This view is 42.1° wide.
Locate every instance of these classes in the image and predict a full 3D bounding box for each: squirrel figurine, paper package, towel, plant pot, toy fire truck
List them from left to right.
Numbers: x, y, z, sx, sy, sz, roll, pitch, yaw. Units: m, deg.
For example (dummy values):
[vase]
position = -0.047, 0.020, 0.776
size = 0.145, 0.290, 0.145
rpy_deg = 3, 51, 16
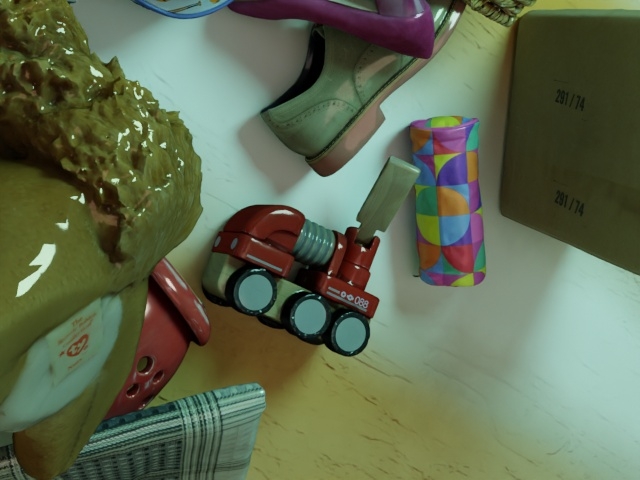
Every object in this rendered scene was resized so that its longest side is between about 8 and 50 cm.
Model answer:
[squirrel figurine]
position = -0.321, -0.040, 0.712
size = 0.370, 0.281, 0.397
rpy_deg = 33, 88, 17
[plant pot]
position = -0.232, 0.097, 0.944
size = 0.174, 0.191, 0.191
rpy_deg = -38, 114, -17
[towel]
position = -0.227, 0.271, 0.951
size = 0.312, 0.324, 0.056
rpy_deg = -12, 64, -19
[toy fire truck]
position = 0.000, 0.000, 1.045
size = 0.217, 0.158, 0.246
rpy_deg = 26, 81, -25
[paper package]
position = 0.392, -0.135, 1.063
size = 0.168, 0.325, 0.309
rpy_deg = -2, 105, -21

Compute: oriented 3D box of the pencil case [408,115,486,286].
[pencil case]
position = 0.172, -0.051, 1.121
size = 0.105, 0.104, 0.236
rpy_deg = -11, 109, -19

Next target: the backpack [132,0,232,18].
[backpack]
position = -0.135, -0.366, 0.864
size = 0.263, 0.213, 0.276
rpy_deg = -44, 118, 5

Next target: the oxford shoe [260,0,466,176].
[oxford shoe]
position = 0.064, -0.249, 1.014
size = 0.130, 0.123, 0.348
rpy_deg = 36, 87, -20

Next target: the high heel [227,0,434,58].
[high heel]
position = 0.010, -0.255, 0.962
size = 0.244, 0.082, 0.117
rpy_deg = -2, 132, 22

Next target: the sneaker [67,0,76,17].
[sneaker]
position = -0.318, -0.188, 0.873
size = 0.128, 0.182, 0.315
rpy_deg = 8, 129, -22

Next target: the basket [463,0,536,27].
[basket]
position = 0.178, -0.427, 0.919
size = 0.299, 0.213, 0.223
rpy_deg = 19, 140, -36
